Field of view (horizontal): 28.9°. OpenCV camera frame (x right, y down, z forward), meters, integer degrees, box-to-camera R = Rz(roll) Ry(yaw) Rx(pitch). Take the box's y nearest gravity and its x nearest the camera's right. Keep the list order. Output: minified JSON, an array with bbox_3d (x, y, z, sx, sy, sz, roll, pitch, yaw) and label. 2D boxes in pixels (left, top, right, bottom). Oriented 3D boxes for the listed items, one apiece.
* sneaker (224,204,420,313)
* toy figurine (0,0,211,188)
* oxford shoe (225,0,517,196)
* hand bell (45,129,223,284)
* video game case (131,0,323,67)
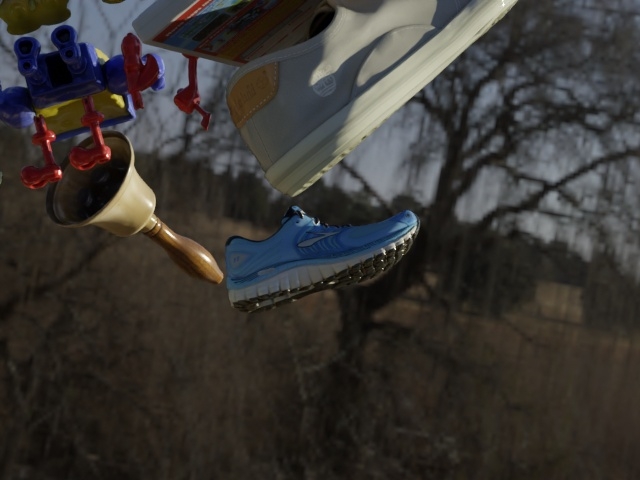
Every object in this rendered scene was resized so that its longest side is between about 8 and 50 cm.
[{"bbox_3d":[0.000,0.000,0.971,0.162,0.073,0.063,-16,-15,-10],"label":"sneaker"},{"bbox_3d":[-0.280,-0.127,1.289,0.363,0.191,0.217,-18,-11,-1],"label":"toy figurine"},{"bbox_3d":[0.067,-0.201,1.201,0.449,0.130,0.169,-42,0,-42],"label":"oxford shoe"},{"bbox_3d":[-0.193,-0.013,1.463,0.126,0.126,0.242,9,-23,42],"label":"hand bell"},{"bbox_3d":[-0.029,-0.236,1.159,0.204,0.025,0.285,-36,-11,18],"label":"video game case"}]
